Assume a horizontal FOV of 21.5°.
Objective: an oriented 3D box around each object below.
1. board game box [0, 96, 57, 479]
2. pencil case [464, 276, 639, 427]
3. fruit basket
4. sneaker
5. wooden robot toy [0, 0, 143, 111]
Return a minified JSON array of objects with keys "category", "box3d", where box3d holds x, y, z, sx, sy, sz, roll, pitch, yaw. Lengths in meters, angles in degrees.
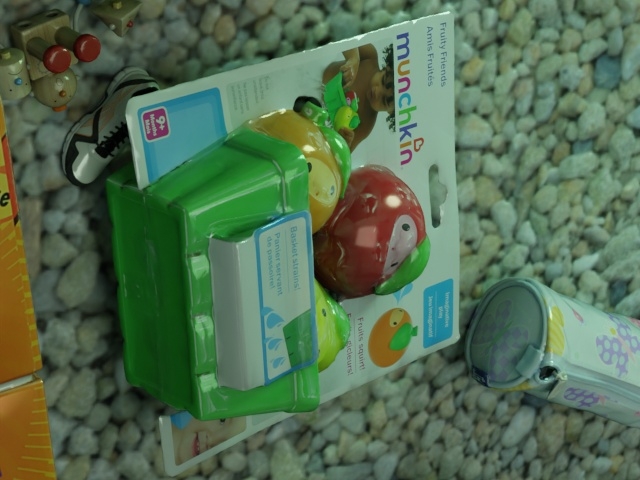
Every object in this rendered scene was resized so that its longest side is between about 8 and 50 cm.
[{"category":"board game box","box3d":[-0.405,0.074,1.039,0.356,0.356,0.356,-18,117,-29]},{"category":"pencil case","box3d":[0.272,0.120,1.671,0.273,0.124,0.114,18,96,-38]},{"category":"fruit basket","box3d":[0.000,0.000,1.416,0.353,0.165,0.327,-17,116,-32]},{"category":"sneaker","box3d":[-0.167,-0.089,1.342,0.040,0.043,0.109,34,89,-40]},{"category":"wooden robot toy","box3d":[-0.210,-0.127,1.285,0.173,0.076,0.079,-25,131,-25]}]
